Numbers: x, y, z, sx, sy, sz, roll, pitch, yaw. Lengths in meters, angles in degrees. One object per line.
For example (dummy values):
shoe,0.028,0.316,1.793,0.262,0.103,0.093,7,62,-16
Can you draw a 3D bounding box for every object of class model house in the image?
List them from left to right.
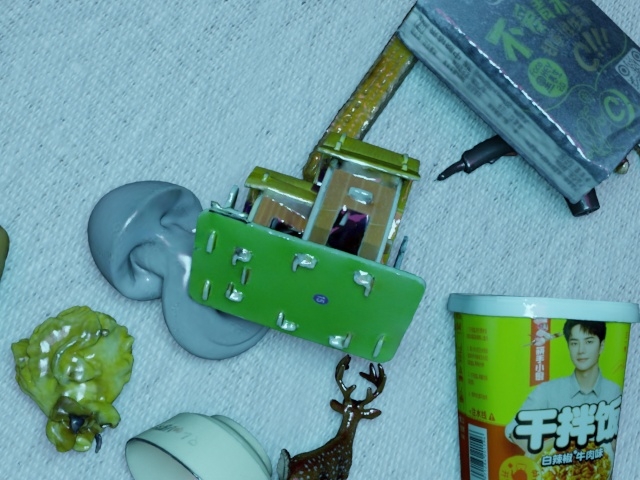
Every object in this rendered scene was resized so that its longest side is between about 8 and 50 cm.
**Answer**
model house,0.000,0.000,1.296,0.300,0.340,0.324,18,50,2

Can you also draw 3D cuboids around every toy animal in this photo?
toy animal,0.016,0.317,1.306,0.087,0.243,0.260,17,106,20

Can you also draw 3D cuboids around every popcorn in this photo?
popcorn,-0.346,0.200,1.281,0.168,0.173,0.195,-21,75,-34

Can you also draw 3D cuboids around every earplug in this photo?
earplug,-0.200,0.038,1.325,0.325,0.175,0.214,37,73,-12

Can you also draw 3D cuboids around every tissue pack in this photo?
tissue pack,0.352,-0.288,1.397,0.394,0.124,0.288,45,57,3

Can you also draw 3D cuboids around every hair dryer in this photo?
hair dryer,0.324,-0.124,1.487,0.271,0.091,0.236,-17,78,1

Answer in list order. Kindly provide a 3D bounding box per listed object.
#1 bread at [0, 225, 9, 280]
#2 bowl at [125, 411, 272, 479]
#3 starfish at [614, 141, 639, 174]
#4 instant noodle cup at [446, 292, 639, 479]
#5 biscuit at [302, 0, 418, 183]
bread,-0.643,0.056,1.167,0.376,0.253,0.348,28,75,-13
bowl,-0.155,0.336,1.254,0.238,0.238,0.126,48,56,0
starfish,0.519,-0.236,1.542,0.216,0.071,0.238,-27,96,-18
instant noodle cup,0.327,0.239,1.339,0.293,0.294,0.308,4,88,-9
biscuit,0.087,-0.241,1.450,0.054,0.094,0.379,34,76,3
